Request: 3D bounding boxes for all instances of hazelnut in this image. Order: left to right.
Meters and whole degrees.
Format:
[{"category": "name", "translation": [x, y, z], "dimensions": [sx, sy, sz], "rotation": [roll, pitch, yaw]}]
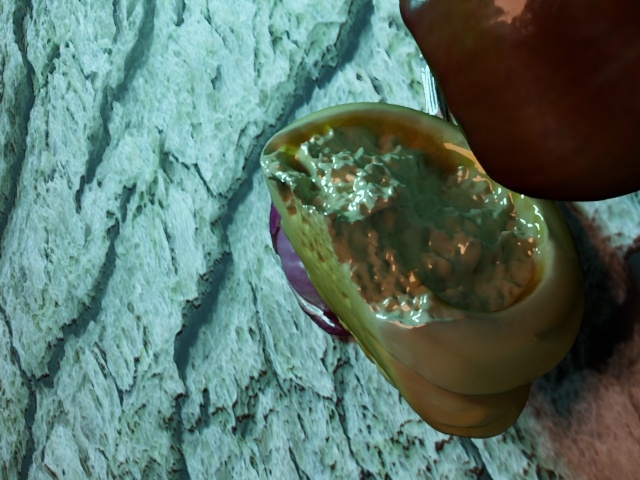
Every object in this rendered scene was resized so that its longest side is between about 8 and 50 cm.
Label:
[{"category": "hazelnut", "translation": [0.258, -0.222, 1.614], "dimensions": [0.366, 0.365, 0.366], "rotation": [-9, 78, 54]}]

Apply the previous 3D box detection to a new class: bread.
[{"category": "bread", "translation": [0.092, 0.028, 1.816], "dimensions": [0.424, 0.329, 0.245], "rotation": [51, 127, 37]}]

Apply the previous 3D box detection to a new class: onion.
[{"category": "onion", "translation": [0.000, 0.000, 2.148], "dimensions": [0.250, 0.111, 0.247], "rotation": [-4, 81, 53]}]

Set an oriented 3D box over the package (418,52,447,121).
[{"category": "package", "translation": [0.141, -0.188, 2.045], "dimensions": [0.037, 0.015, 0.110], "rotation": [-28, 62, 51]}]
